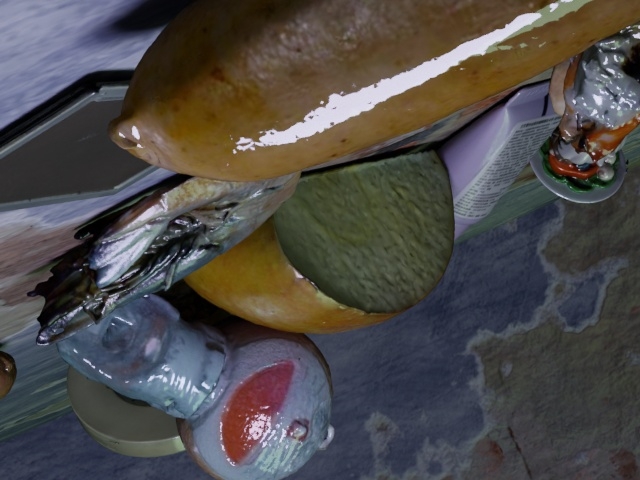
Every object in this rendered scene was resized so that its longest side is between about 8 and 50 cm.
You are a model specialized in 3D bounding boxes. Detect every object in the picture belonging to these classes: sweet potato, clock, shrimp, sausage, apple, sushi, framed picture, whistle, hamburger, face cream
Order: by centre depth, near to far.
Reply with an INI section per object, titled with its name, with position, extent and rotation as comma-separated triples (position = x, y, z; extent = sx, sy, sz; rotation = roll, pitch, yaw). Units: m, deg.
[sausage]
position = 0.110, -0.152, 0.802
extent = 0.501, 0.123, 0.136
rotation = -26, 171, 27
[framed picture]
position = -0.144, -0.065, 1.092
extent = 0.197, 0.014, 0.252
rotation = -27, 173, 29
[sushi]
position = 0.281, -0.173, 1.422
extent = 0.226, 0.097, 0.103
rotation = -47, 164, 11
[shrimp]
position = -0.144, 0.001, 1.431
extent = 0.289, 0.075, 0.178
rotation = -24, 166, 6
[whistle]
position = -0.117, 0.145, 1.701
extent = 0.348, 0.189, 0.189
rotation = 29, 143, -26
[apple]
position = 0.000, 0.000, 1.711
extent = 0.346, 0.254, 0.179
rotation = -18, 130, -53
[sweet potato]
position = -0.378, 0.150, 1.833
extent = 0.068, 0.068, 0.226
rotation = -24, 173, 1
[face cream]
position = 0.187, -0.096, 1.843
extent = 0.154, 0.096, 0.274
rotation = -14, 156, -45
[hamburger]
position = -0.190, 0.087, 1.849
extent = 0.177, 0.113, 0.185
rotation = -31, -179, 9
[clock]
position = -0.183, 0.150, 1.933
extent = 0.235, 0.235, 0.029
rotation = -23, 136, -7

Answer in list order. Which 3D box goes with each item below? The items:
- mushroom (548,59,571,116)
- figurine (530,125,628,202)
[mushroom]
position = 0.340, -0.155, 1.563
extent = 0.206, 0.209, 0.206
rotation = -39, 155, -22
[figurine]
position = 0.334, -0.132, 1.984
extent = 0.132, 0.132, 0.153
rotation = -22, 159, -24
